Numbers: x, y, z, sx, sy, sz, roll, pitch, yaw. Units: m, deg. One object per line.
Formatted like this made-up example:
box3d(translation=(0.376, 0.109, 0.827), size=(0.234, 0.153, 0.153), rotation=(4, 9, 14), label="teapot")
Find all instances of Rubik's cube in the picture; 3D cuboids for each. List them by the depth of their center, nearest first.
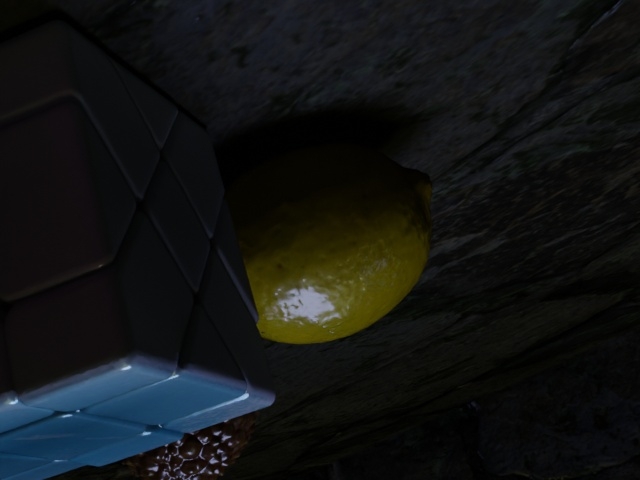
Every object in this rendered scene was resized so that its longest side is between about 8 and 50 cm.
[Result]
box3d(translation=(-0.266, 0.038, 1.039), size=(0.316, 0.318, 0.322), rotation=(-20, 161, 12), label="Rubik's cube")

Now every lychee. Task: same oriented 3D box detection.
box3d(translation=(-0.154, 0.165, 1.249), size=(0.200, 0.238, 0.200), rotation=(1, 145, 1), label="lychee")

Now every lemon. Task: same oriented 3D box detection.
box3d(translation=(-0.004, 0.002, 1.274), size=(0.263, 0.235, 0.236), rotation=(2, 160, -2), label="lemon")
